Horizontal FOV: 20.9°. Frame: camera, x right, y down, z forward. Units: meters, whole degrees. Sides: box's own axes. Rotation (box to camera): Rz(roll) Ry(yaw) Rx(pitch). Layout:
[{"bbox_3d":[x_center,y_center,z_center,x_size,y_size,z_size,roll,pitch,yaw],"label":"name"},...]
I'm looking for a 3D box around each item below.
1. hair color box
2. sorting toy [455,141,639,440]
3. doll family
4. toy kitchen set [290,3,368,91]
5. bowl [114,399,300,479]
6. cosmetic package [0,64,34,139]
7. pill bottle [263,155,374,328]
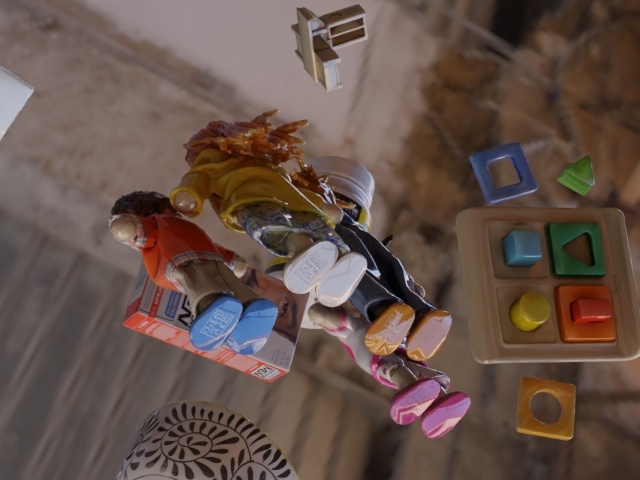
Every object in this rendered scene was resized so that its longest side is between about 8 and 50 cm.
[{"bbox_3d":[-0.103,0.068,1.742,0.053,0.167,0.093,-34,-142,59],"label":"hair color box"},{"bbox_3d":[0.257,0.046,1.917,0.047,0.196,0.348,120,-34,-67],"label":"sorting toy"},{"bbox_3d":[-0.003,0.003,1.024,0.118,0.263,0.163,-54,-139,10],"label":"doll family"},{"bbox_3d":[0.018,-0.199,1.661,0.083,0.075,0.068,-126,-159,-50],"label":"toy kitchen set"},{"bbox_3d":[-0.097,0.210,1.271,0.080,0.170,0.170,-33,162,-51],"label":"bowl"},{"bbox_3d":[-0.458,-0.203,1.766,0.160,0.309,0.113,32,-93,38],"label":"cosmetic package"},{"bbox_3d":[0.000,0.000,2.273,0.119,0.119,0.208,-48,-158,56],"label":"pill bottle"}]
